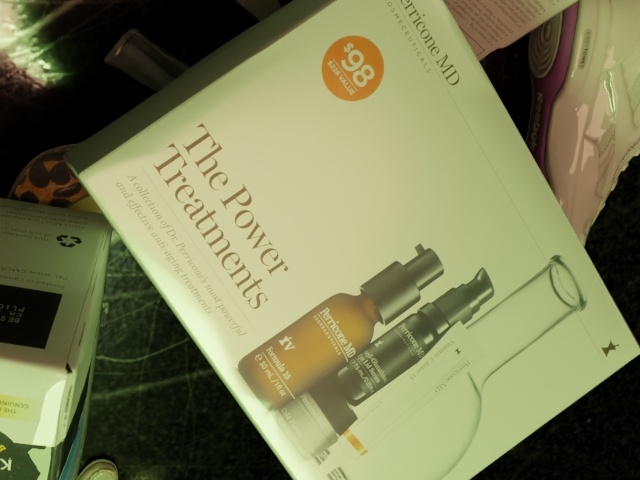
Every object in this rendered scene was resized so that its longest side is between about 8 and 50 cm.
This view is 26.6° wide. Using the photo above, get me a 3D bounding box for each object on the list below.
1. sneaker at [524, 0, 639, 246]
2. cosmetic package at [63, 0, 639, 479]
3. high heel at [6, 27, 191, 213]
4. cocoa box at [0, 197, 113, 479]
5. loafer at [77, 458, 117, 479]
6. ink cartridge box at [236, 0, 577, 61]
[{"bbox_3d":[0.251,-0.086,1.210,0.152,0.114,0.305,-2,118,-19],"label":"sneaker"},{"bbox_3d":[0.034,0.012,1.019,0.284,0.097,0.377,-36,111,-8],"label":"cosmetic package"},{"bbox_3d":[-0.144,-0.013,1.068,0.186,0.093,0.261,36,98,8],"label":"high heel"},{"bbox_3d":[-0.342,0.101,0.971,0.347,0.231,0.228,9,117,-5],"label":"cocoa box"},{"bbox_3d":[-0.221,0.266,1.275,0.045,0.039,0.125,17,111,-27],"label":"loafer"},{"bbox_3d":[0.057,-0.254,1.075,0.261,0.066,0.296,-32,128,30],"label":"ink cartridge box"}]
